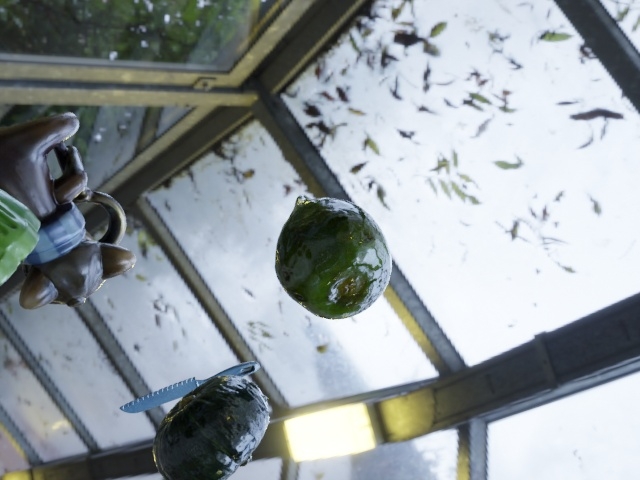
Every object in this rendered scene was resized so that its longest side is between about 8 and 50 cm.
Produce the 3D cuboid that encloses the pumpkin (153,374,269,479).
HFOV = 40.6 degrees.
[{"bbox_3d":[-0.176,0.317,1.416,0.211,0.211,0.152,-17,-70,51],"label":"pumpkin"}]

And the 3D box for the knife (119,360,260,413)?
[{"bbox_3d":[-0.270,0.308,1.825,0.019,0.312,0.045,39,-40,52],"label":"knife"}]

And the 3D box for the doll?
[{"bbox_3d":[-0.480,-0.050,1.460,0.209,0.318,0.340,-1,-60,50],"label":"doll"}]

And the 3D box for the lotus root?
[{"bbox_3d":[-0.468,-0.021,1.064,0.186,0.186,0.186,9,-79,50],"label":"lotus root"}]

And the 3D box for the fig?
[{"bbox_3d":[0.000,0.000,1.498,0.275,0.206,0.206,60,-43,45],"label":"fig"}]
